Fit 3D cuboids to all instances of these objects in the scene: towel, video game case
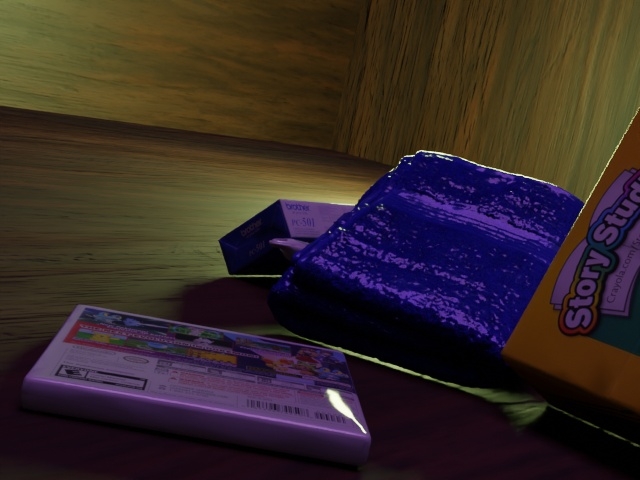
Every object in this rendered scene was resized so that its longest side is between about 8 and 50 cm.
[{"bbox_3d":[0.114,0.008,0.952,0.228,0.076,0.308,14,31,20],"label":"towel"},{"bbox_3d":[-0.075,0.089,0.677,0.201,0.023,0.183,10,9,-5],"label":"video game case"}]

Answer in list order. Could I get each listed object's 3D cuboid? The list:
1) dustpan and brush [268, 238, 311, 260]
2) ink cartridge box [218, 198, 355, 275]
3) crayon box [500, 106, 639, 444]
[{"bbox_3d":[0.036,0.036,1.047,0.211,0.060,0.147,7,10,-32],"label":"dustpan and brush"},{"bbox_3d":[0.000,0.000,1.123,0.097,0.046,0.207,-31,-21,36],"label":"ink cartridge box"},{"bbox_3d":[0.349,-0.002,0.727,0.313,0.363,0.106,21,-14,47],"label":"crayon box"}]
